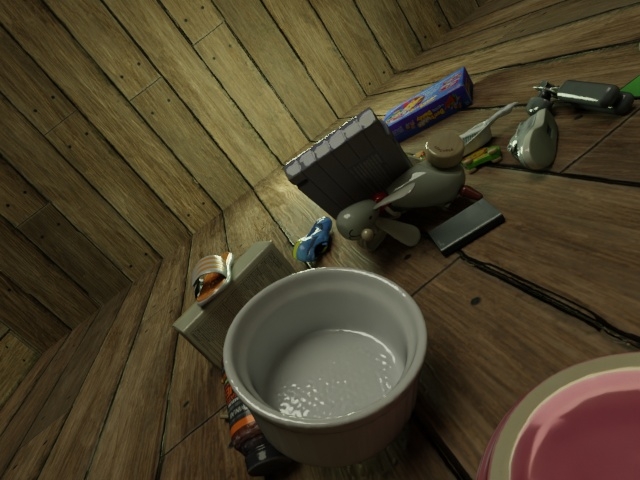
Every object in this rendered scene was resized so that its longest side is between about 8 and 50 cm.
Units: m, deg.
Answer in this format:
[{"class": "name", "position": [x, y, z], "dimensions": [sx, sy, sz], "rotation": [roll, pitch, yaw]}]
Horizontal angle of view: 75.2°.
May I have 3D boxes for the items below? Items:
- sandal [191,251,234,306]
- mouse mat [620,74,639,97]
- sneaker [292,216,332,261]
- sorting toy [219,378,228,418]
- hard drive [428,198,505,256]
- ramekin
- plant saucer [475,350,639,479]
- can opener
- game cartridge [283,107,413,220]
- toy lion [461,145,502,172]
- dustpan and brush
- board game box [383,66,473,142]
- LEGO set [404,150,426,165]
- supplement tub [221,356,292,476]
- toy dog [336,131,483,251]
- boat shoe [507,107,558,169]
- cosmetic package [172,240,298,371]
[{"class": "sandal", "position": [-0.281, 0.076, 1.050], "dimensions": [0.101, 0.076, 0.265], "rotation": [-37, 20, 5]}, {"class": "mouse mat", "position": [0.721, -0.345, 0.838], "dimensions": [0.189, 0.007, 0.153], "rotation": [-36, 21, 2]}, {"class": "sneaker", "position": [0.000, 0.000, 1.233], "dimensions": [0.082, 0.069, 0.209], "rotation": [14, 36, 23]}, {"class": "sorting toy", "position": [-0.113, 0.272, 0.852], "dimensions": [0.347, 0.047, 0.196], "rotation": [-20, 27, 39]}, {"class": "hard drive", "position": [0.294, -0.027, 0.849], "dimensions": [0.135, 0.022, 0.094], "rotation": [-34, 21, 11]}, {"class": "ramekin", "position": [0.012, 0.175, 0.601], "dimensions": [0.276, 0.135, 0.277], "rotation": [-6, 35, 4]}, {"class": "plant saucer", "position": [0.267, 0.210, 0.317], "dimensions": [0.331, 0.084, 0.332], "rotation": [-32, 22, 15]}, {"class": "can opener", "position": [0.572, -0.311, 0.953], "dimensions": [0.283, 0.075, 0.095], "rotation": [-97, 29, -66]}, {"class": "game cartridge", "position": [0.102, -0.139, 0.981], "dimensions": [0.230, 0.355, 0.068], "rotation": [-35, 56, 14]}, {"class": "toy lion", "position": [0.404, -0.212, 1.048], "dimensions": [0.100, 0.034, 0.096], "rotation": [-22, 19, 36]}, {"class": "dustpan and brush", "position": [0.430, -0.294, 1.113], "dimensions": [0.211, 0.060, 0.147], "rotation": [-24, 15, 23]}, {"class": "board game box", "position": [0.401, -0.505, 1.589], "dimensions": [0.346, 0.078, 0.233], "rotation": [-23, 25, 34]}, {"class": "LEGO set", "position": [0.241, -0.212, 1.119], "dimensions": [0.286, 0.132, 0.107], "rotation": [-11, -29, -39]}, {"class": "supplement tub", "position": [-0.102, 0.274, 0.691], "dimensions": [0.106, 0.106, 0.198], "rotation": [-33, 47, 11]}, {"class": "toy dog", "position": [0.213, -0.079, 0.906], "dimensions": [0.333, 0.220, 0.161], "rotation": [-45, 53, 2]}, {"class": "boat shoe", "position": [0.456, -0.210, 0.905], "dimensions": [0.081, 0.079, 0.227], "rotation": [-29, 16, 47]}, {"class": "cosmetic package", "position": [-0.204, 0.162, 1.074], "dimensions": [0.309, 0.160, 0.113], "rotation": [-47, 22, -25]}]
